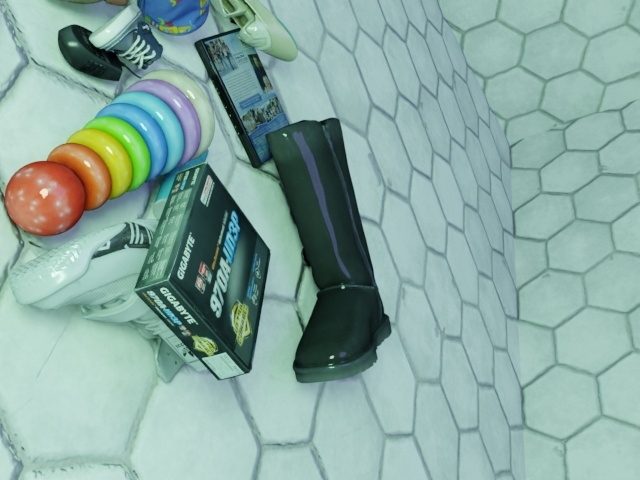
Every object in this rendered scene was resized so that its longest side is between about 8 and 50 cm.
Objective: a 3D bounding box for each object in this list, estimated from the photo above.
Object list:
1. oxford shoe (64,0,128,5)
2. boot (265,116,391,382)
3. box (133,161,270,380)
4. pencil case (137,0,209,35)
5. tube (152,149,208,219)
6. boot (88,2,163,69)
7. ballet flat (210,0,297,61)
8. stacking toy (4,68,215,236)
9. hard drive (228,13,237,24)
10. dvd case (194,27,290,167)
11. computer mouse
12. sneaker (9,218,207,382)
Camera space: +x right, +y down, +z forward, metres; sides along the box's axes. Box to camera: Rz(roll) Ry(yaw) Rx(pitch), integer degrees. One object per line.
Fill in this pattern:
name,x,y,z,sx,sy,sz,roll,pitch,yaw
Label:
oxford shoe,-0.350,-0.495,0.988,0.130,0.123,0.347,-7,77,-17
boot,0.000,0.000,1.297,0.367,0.146,0.444,-30,109,-74
box,-0.135,0.035,0.884,0.175,0.051,0.220,57,25,-34
pencil case,-0.225,-0.444,1.058,0.133,0.306,0.119,-29,73,-21
tube,-0.214,-0.113,1.117,0.207,0.052,0.080,-84,158,-46
boot,-0.268,-0.285,1.018,0.086,0.069,0.190,54,13,-23
ballet flat,-0.146,-0.431,1.361,0.248,0.086,0.086,49,33,-13
stacking toy,-0.277,-0.113,0.927,0.141,0.141,0.330,63,34,-17
hard drive,-0.167,-0.502,1.449,0.094,0.022,0.135,-6,79,-62
dvd case,-0.139,-0.281,1.374,0.252,0.022,0.180,65,29,-14
computer mouse,-0.300,-0.250,1.057,0.071,0.041,0.242,60,17,23
sneaker,-0.211,0.084,0.906,0.366,0.138,0.210,-18,88,-66
